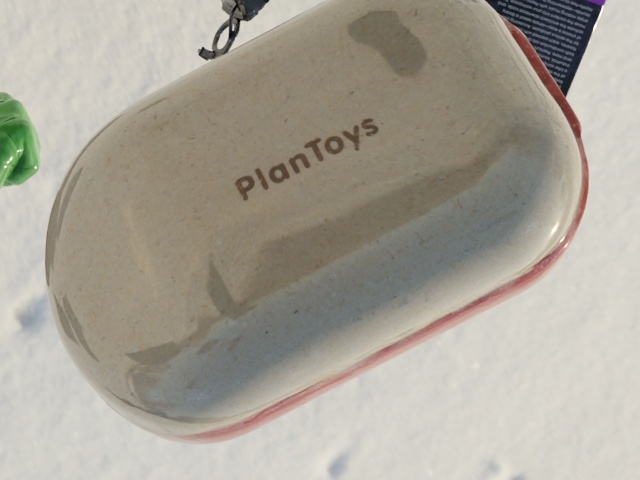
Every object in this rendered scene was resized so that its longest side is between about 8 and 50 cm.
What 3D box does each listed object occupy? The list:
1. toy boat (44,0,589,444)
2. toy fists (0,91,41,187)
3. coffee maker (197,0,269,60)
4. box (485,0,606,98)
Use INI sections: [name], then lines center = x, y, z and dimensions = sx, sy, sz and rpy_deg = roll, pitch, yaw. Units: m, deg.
[toy boat]
center = 0.000, 0.000, 0.612
dimensions = 0.231, 0.151, 0.151
rpy_deg = -27, 154, 1
[toy fists]
center = -0.378, -0.079, 1.474
dimensions = 0.096, 0.279, 0.142
rpy_deg = 47, 65, -21
[coffee maker]
center = -0.120, -0.277, 1.256
dimensions = 0.178, 0.120, 0.171
rpy_deg = 24, 74, -34
[box]
center = 0.109, -0.123, 0.915
dimensions = 0.116, 0.029, 0.162
rpy_deg = 20, 111, 0
